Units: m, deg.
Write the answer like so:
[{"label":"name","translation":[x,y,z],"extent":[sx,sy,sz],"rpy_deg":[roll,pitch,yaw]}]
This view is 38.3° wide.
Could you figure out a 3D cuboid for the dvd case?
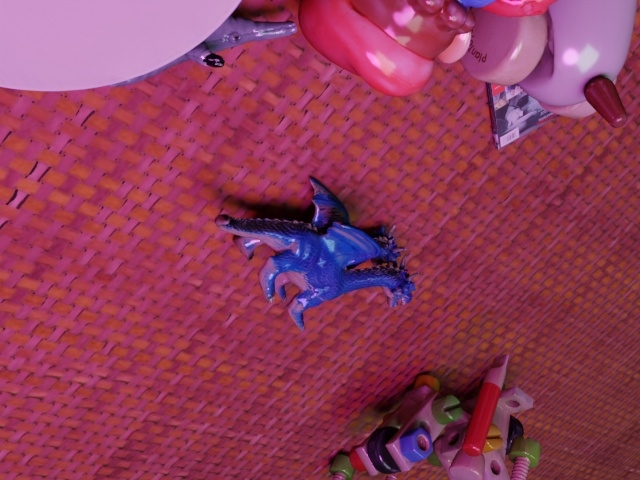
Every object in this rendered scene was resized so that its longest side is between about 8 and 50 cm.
[{"label":"dvd case","translation":[0.212,-0.157,0.953],"extent":[0.087,0.013,0.119],"rpy_deg":[-29,139,-6]}]

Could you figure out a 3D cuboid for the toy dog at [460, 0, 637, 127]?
[{"label":"toy dog","translation":[0.261,-0.231,0.784],"extent":[0.220,0.161,0.333],"rpy_deg":[-12,132,-26]}]

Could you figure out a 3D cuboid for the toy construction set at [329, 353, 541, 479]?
[{"label":"toy construction set","translation":[0.191,0.239,1.209],"extent":[0.237,0.257,0.309],"rpy_deg":[-63,178,-37]}]

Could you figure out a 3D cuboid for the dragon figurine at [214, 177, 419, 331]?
[{"label":"dragon figurine","translation":[0.000,0.000,0.907],"extent":[0.144,0.085,0.289],"rpy_deg":[-36,141,2]}]

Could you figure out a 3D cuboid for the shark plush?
[{"label":"shark plush","translation":[-0.097,-0.146,0.710],"extent":[0.161,0.067,0.073],"rpy_deg":[-3,131,-32]}]

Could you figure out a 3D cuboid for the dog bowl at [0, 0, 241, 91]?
[{"label":"dog bowl","translation":[-0.159,-0.217,0.525],"extent":[0.265,0.104,0.265],"rpy_deg":[-10,140,-9]}]

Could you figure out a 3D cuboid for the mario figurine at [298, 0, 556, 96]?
[{"label":"mario figurine","translation":[0.106,-0.239,0.666],"extent":[0.320,0.198,0.170],"rpy_deg":[-27,-169,39]}]
